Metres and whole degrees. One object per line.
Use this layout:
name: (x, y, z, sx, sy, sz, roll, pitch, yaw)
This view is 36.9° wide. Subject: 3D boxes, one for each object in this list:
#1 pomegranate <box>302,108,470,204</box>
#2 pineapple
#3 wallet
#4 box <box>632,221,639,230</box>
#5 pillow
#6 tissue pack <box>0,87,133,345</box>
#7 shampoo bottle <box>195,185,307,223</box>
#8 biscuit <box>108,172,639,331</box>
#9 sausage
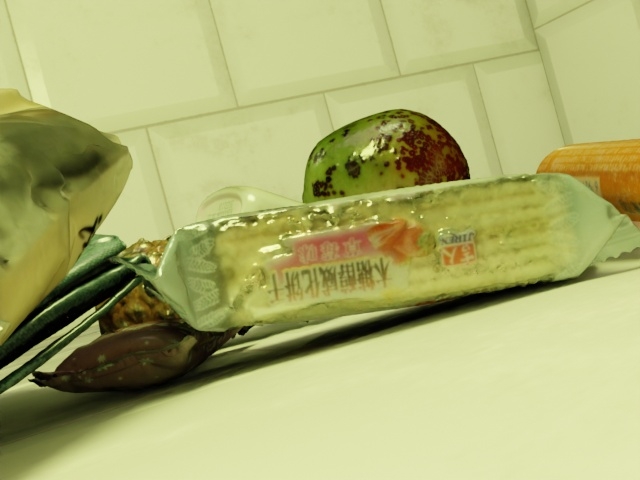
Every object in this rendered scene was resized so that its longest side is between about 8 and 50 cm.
pomegranate: (0.082, -0.039, 1.136, 0.214, 0.214, 0.248, -15, 33, 5)
pineapple: (-0.086, 0.046, 0.801, 0.197, 0.108, 0.108, -3, 3, 12)
wallet: (-0.300, 0.085, 0.734, 0.237, 0.075, 0.342, -41, 16, -35)
box: (0.258, -0.026, 0.724, 0.125, 0.043, 0.089, -15, 0, 9)
pillow: (-0.118, 0.078, 0.668, 0.118, 0.043, 0.185, -13, -4, 8)
tissue pack: (-0.315, 0.037, 0.463, 0.375, 0.195, 0.390, -13, 18, 17)
shampoo bottle: (0.000, 0.000, 0.883, 0.220, 0.051, 0.108, 16, -16, -34)
biscuit: (0.031, 0.008, 0.637, 0.309, 0.079, 0.186, -9, -4, -3)
sausage: (0.217, -0.035, 0.542, 0.053, 0.053, 0.348, -15, 7, -15)
